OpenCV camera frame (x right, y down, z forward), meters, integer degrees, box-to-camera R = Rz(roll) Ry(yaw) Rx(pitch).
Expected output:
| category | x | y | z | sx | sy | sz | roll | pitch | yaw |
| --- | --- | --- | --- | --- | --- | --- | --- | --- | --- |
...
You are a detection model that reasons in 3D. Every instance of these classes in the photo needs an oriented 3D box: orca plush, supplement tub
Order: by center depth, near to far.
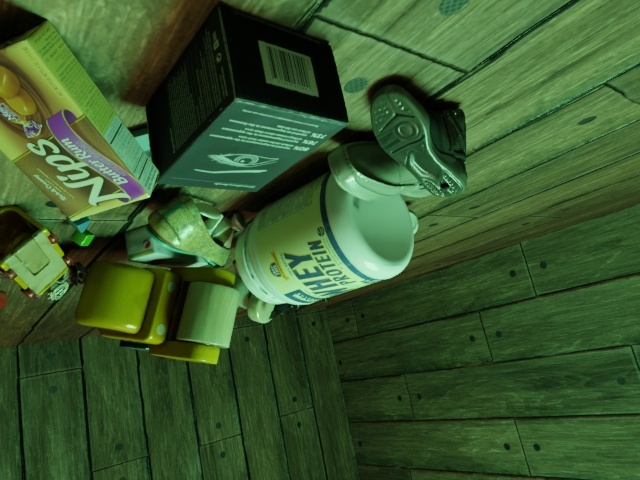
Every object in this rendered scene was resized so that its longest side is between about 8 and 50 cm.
| category | x | y | z | sx | sy | sz | roll | pitch | yaw |
| --- | --- | --- | --- | --- | --- | --- | --- | --- | --- |
| supplement tub | 0.000 | 0.000 | 0.973 | 0.325 | 0.235 | 0.235 | -24 | 162 | 40 |
| orca plush | -0.020 | 0.119 | 1.214 | 0.102 | 0.151 | 0.287 | 25 | -160 | 9 |

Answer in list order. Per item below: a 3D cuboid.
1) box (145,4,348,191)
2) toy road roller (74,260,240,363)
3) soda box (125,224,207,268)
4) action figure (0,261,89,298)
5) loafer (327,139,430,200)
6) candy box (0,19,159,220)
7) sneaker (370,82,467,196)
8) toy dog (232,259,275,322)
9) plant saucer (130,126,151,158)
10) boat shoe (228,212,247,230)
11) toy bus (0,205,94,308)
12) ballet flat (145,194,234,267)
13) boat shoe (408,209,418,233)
| category | x | y | z | sx | sy | sz | roll | pitch | yaw |
| --- | --- | --- | --- | --- | --- | --- | --- | --- | --- |
| box | -0.095 | -0.147 | 0.559 | 0.153 | 0.108 | 0.207 | 0 | 163 | -42 |
| toy road roller | -0.370 | 0.146 | 1.040 | 0.330 | 0.202 | 0.240 | -1 | 160 | 29 |
| soda box | -0.358 | 0.022 | 1.115 | 0.074 | 0.069 | 0.216 | -16 | 166 | 15 |
| action figure | -0.625 | 0.068 | 0.987 | 0.285 | 0.099 | 0.185 | 12 | 171 | -43 |
| loafer | 0.140 | -0.135 | 0.836 | 0.111 | 0.112 | 0.319 | -30 | 166 | 39 |
| candy box | -0.269 | -0.112 | 0.487 | 0.109 | 0.053 | 0.186 | -14 | 132 | 12 |
| sneaker | 0.159 | -0.179 | 0.735 | 0.087 | 0.130 | 0.227 | -17 | 139 | 41 |
| toy dog | -0.143 | 0.065 | 1.256 | 0.220 | 0.161 | 0.333 | 1 | -148 | 14 |
| plant saucer | -0.295 | -0.126 | 0.670 | 0.192 | 0.018 | 0.067 | -14 | 166 | 6 |
| boat shoe | -0.195 | -0.039 | 1.082 | 0.035 | 0.035 | 0.100 | -15 | 173 | 0 |
| toy bus | -0.533 | 0.023 | 0.846 | 0.202 | 0.104 | 0.191 | -56 | 175 | 16 |
| ballet flat | -0.246 | -0.016 | 1.001 | 0.123 | 0.123 | 0.348 | -13 | 169 | 3 |
| boat shoe | 0.113 | -0.027 | 1.228 | 0.302 | 0.113 | 0.103 | -11 | 172 | 0 |
